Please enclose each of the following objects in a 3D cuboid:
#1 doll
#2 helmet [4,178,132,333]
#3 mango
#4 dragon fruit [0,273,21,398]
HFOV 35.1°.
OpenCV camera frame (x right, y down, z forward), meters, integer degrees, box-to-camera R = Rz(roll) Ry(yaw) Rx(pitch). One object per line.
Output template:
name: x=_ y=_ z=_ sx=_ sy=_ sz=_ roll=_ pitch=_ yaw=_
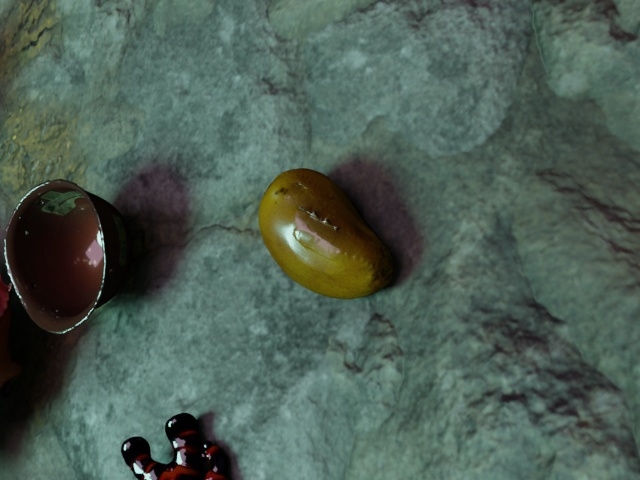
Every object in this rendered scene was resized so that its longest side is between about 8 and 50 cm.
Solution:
doll: x=-0.129 y=0.300 z=1.036 sx=0.127 sy=0.088 sz=0.248 roll=-40 pitch=57 yaw=22
helmet: x=-0.276 y=0.021 z=1.183 sx=0.155 sy=0.106 sz=0.175 roll=-21 pitch=75 yaw=28
mango: x=-0.003 y=-0.001 z=1.014 sx=0.105 sy=0.084 sz=0.159 roll=-54 pitch=56 yaw=20
dragon fruit: x=-0.517 y=0.156 z=1.223 sx=0.305 sy=0.305 sz=0.225 roll=35 pitch=131 yaw=34
